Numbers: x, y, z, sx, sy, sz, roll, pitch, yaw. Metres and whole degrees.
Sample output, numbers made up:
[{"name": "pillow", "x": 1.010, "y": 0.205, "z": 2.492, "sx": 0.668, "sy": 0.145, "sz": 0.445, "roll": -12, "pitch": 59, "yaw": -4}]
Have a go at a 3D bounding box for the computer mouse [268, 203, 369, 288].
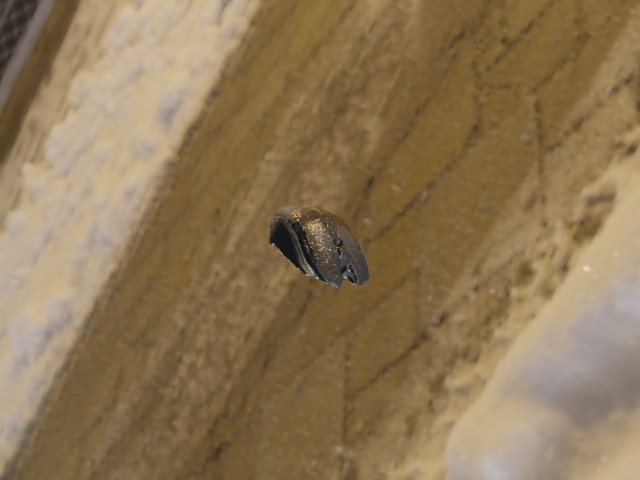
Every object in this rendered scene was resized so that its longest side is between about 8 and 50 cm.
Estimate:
[{"name": "computer mouse", "x": 0.000, "y": 0.000, "z": 1.258, "sx": 0.135, "sy": 0.079, "sz": 0.047, "roll": 50, "pitch": 132, "yaw": 42}]
